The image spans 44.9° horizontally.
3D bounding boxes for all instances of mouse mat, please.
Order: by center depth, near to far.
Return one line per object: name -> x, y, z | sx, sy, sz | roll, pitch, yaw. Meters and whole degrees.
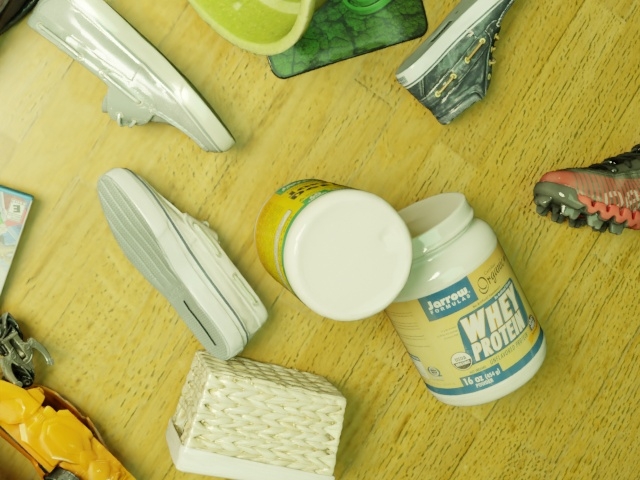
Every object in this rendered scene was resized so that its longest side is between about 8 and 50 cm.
mouse mat -> 0.016, -0.271, 0.831 | 0.190, 0.007, 0.152 | -20, 103, -13

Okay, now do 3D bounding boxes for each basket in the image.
basket -> -0.067, 0.187, 0.816 | 0.167, 0.113, 0.103 | 14, 92, -17

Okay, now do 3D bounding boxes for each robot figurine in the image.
robot figurine -> -0.322, 0.195, 0.727 | 0.291, 0.085, 0.211 | 51, 49, -19

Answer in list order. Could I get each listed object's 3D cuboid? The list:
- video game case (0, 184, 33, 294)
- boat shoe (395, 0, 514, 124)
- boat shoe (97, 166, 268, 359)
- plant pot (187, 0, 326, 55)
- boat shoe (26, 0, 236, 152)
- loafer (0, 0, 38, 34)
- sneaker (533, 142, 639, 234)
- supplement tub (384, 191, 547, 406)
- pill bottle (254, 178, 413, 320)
video game case -> -0.361, 0.015, 0.744 | 0.119, 0.015, 0.166 | 19, 101, -21
boat shoe -> 0.172, -0.216, 0.857 | 0.183, 0.065, 0.083 | -45, 108, 1
boat shoe -> -0.140, 0.015, 0.799 | 0.076, 0.083, 0.226 | -40, 104, -39
plant pot -> -0.008, -0.351, 0.698 | 0.254, 0.276, 0.276 | -37, 106, -22
boat shoe -> -0.185, -0.155, 0.759 | 0.227, 0.079, 0.081 | 43, 94, -12
loafer -> -0.365, -0.169, 0.688 | 0.109, 0.095, 0.302 | 42, 85, -19
sneaker -> 0.375, -0.069, 0.915 | 0.276, 0.097, 0.135 | 6, 96, -19
supplement tub -> 0.143, 0.063, 0.841 | 0.144, 0.144, 0.199 | -32, 105, -10
pill bottle -> 0.000, 0.000, 0.758 | 0.118, 0.208, 0.117 | -2, 99, -15
